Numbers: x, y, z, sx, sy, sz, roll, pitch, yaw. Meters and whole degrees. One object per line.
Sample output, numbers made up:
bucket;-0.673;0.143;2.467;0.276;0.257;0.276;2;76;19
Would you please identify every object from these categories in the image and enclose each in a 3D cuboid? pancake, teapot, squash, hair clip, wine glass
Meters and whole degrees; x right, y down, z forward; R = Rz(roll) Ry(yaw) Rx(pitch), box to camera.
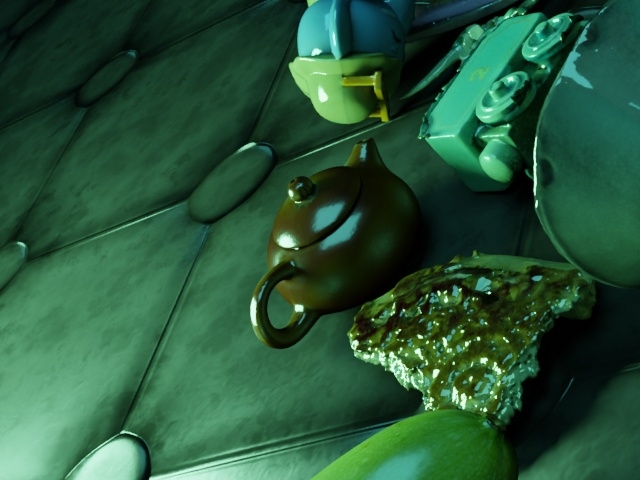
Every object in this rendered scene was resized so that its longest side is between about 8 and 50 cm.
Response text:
pancake;0.131;0.109;1.191;0.266;0.057;0.245;-25;41;34
teapot;0.000;0.000;1.395;0.178;0.135;0.252;-3;45;54
squash;0.050;0.223;1.030;0.247;0.132;0.132;-36;29;7
hair clip;0.164;-0.302;1.694;0.358;0.110;0.096;-6;86;36
wine glass;0.366;-0.025;0.888;0.267;0.267;0.406;-45;34;-8

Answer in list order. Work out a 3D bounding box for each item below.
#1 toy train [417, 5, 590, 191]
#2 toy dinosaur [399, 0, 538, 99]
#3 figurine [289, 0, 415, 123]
toy train;0.207;-0.145;1.377;0.203;0.112;0.163;-52;24;-21
toy dinosaur;0.180;-0.237;1.612;0.187;0.044;0.106;-37;13;33
figurine;0.037;-0.272;1.631;0.180;0.153;0.262;163;109;-70
